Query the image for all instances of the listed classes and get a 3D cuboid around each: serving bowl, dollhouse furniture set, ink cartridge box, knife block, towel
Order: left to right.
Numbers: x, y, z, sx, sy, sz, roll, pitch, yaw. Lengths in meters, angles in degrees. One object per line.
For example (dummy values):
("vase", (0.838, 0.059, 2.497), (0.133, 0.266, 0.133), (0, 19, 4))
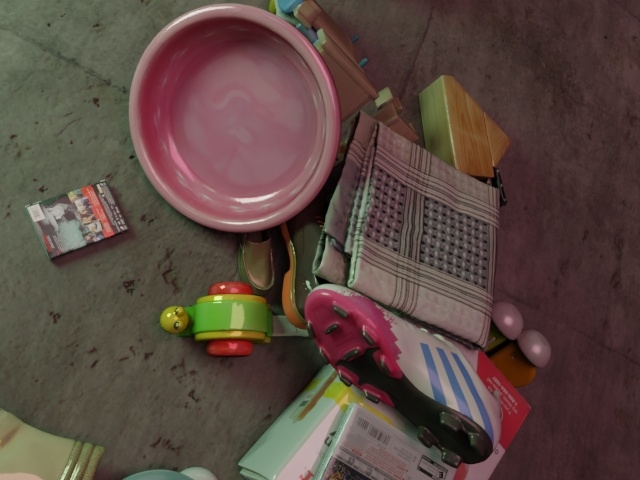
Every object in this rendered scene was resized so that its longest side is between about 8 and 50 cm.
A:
("serving bowl", (-0.180, 0.371, 0.789), (0.083, 0.027, 0.083), (6, 74, -23))
("dollhouse furniture set", (-0.008, -0.297, 1.030), (0.286, 0.198, 0.303), (36, 30, -36))
("ink cartridge box", (0.110, 0.312, 0.866), (0.279, 0.160, 0.384), (49, 63, -6))
("towel", (0.158, -0.022, 0.868), (0.324, 0.056, 0.312), (25, 62, -19))
("knife block", (0.267, -0.159, 1.107), (0.275, 0.088, 0.242), (45, 62, -9))

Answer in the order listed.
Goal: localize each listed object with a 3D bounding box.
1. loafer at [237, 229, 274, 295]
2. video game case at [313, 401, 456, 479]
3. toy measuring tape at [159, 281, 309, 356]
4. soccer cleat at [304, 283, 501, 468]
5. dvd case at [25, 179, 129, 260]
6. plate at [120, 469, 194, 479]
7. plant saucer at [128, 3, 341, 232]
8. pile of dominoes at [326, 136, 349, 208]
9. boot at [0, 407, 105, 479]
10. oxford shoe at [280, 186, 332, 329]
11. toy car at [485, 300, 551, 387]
("loafer", (-0.108, 0.017, 0.904), (0.056, 0.050, 0.148), (-10, 81, -27))
("video game case", (0.081, 0.343, 0.741), (0.190, 0.022, 0.173), (36, 65, -13))
("toy measuring tape", (-0.078, 0.125, 0.854), (0.330, 0.121, 0.122), (5, 74, -24))
("soccer cleat", (0.119, 0.168, 0.774), (0.331, 0.116, 0.143), (44, 40, -2))
("dvd case", (-0.361, -0.032, 0.819), (0.119, 0.013, 0.087), (-26, 88, -30))
("plate", (-0.221, 0.401, 0.717), (0.188, 0.024, 0.188), (7, 73, -23))
("plant saucer", (-0.126, -0.181, 0.843), (0.332, 0.332, 0.084), (52, 20, -5))
("pile of dominoes", (0.068, -0.080, 1.020), (0.251, 0.040, 0.196), (-43, 96, -27))
("boot", (-0.401, 0.345, 0.656), (0.203, 0.095, 0.262), (29, 62, -17))
("oxford shoe", (0.000, 0.000, 0.871), (0.096, 0.098, 0.272), (16, 59, -37))
("toy car", (0.323, 0.184, 1.027), (0.182, 0.159, 0.136), (44, 28, -8))
